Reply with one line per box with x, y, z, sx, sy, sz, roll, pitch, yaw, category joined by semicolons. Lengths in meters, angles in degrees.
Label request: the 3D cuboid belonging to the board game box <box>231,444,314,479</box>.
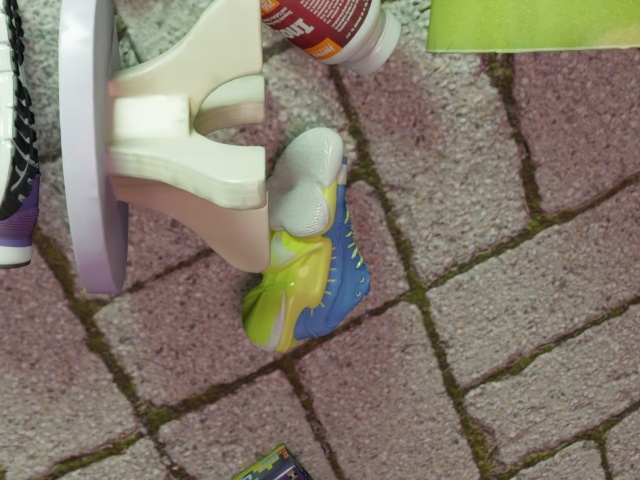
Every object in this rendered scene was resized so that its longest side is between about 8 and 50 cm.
-0.070;0.339;1.251;0.170;0.048;0.141;-36;124;-1;board game box

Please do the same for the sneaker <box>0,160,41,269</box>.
-0.383;-0.055;0.909;0.283;0.107;0.124;6;99;-28;sneaker

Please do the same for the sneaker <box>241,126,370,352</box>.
0.000;0.000;1.094;0.126;0.091;0.240;1;117;-42;sneaker

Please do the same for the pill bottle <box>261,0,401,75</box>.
-0.002;-0.214;0.966;0.152;0.086;0.086;30;102;-30;pill bottle

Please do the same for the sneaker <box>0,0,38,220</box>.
-0.290;-0.115;0.881;0.094;0.081;0.209;-8;78;-5;sneaker

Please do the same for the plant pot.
0.225;-0.316;0.925;0.274;0.275;0.294;-6;101;-18;plant pot

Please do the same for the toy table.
-0.125;-0.085;0.914;0.160;0.252;0.274;-1;128;-2;toy table
